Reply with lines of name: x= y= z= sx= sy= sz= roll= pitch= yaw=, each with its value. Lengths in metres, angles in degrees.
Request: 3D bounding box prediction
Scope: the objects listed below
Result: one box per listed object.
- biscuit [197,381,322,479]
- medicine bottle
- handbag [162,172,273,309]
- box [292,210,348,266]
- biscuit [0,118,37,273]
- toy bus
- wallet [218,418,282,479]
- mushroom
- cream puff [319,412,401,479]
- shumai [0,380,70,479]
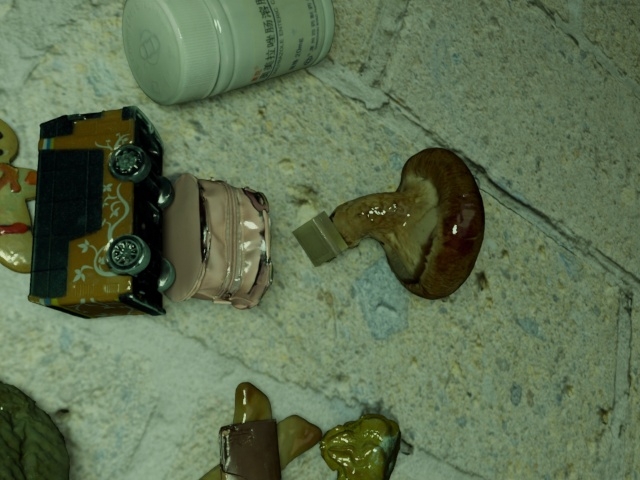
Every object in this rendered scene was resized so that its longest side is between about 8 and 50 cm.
biscuit: x=-0.104 y=0.341 z=0.880 sx=0.164 sy=0.047 sz=0.208 roll=38 pitch=58 yaw=-16
medicine bottle: x=-0.154 y=-0.360 z=1.006 sx=0.332 sy=0.190 sz=0.190 roll=-29 pitch=89 yaw=-35
handbag: x=-0.162 y=0.004 z=0.889 sx=0.116 sy=0.179 sz=0.205 roll=7 pitch=71 yaw=-36
box: x=0.000 y=0.000 z=1.040 sx=0.035 sy=0.079 sz=0.083 roll=-35 pitch=93 yaw=-36
biscuit: x=-0.465 y=-0.068 z=0.816 sx=0.153 sy=0.030 sz=0.234 roll=1 pitch=74 yaw=-33
toy bus: x=-0.301 y=-0.036 z=0.814 sx=0.167 sy=0.138 sz=0.275 roll=-5 pitch=74 yaw=3
wallet: x=-0.095 y=0.351 z=0.837 sx=0.095 sy=0.026 sz=0.176 roll=2 pitch=72 yaw=-27
mushroom: x=0.182 y=-0.024 z=1.061 sx=0.254 sy=0.267 sz=0.267 roll=-27 pitch=88 yaw=-35
cream puff: x=0.063 y=0.343 z=0.943 sx=0.116 sy=0.146 sz=0.146 roll=14 pitch=59 yaw=17
shumai: x=-0.431 y=0.293 z=0.660 sx=0.222 sy=0.204 sz=0.272 roll=29 pitch=20 yaw=-44
